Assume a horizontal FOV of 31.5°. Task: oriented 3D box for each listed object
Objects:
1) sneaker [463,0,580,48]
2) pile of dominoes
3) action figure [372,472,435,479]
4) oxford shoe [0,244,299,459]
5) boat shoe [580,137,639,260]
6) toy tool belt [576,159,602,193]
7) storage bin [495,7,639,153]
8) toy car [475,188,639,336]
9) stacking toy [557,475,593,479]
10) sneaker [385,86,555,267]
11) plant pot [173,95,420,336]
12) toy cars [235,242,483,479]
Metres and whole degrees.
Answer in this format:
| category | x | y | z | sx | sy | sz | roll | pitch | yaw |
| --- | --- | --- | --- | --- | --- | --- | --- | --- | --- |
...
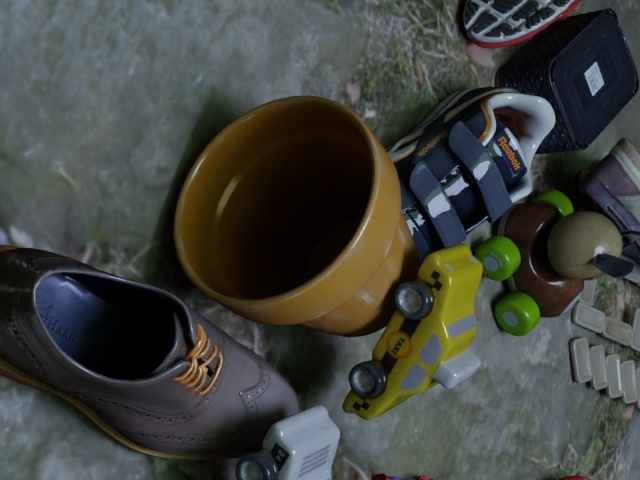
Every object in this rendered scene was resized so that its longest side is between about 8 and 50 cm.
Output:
| category | x | y | z | sx | sy | sz | roll | pitch | yaw |
| --- | --- | --- | --- | --- | --- | --- | --- | --- | --- |
| sneaker | 0.282 | -0.304 | 1.396 | 0.279 | 0.107 | 0.118 | -40 | 155 | -23 |
| pile of dominoes | 0.419 | 0.129 | 1.567 | 0.251 | 0.040 | 0.195 | 23 | 73 | -32 |
| action figure | 0.104 | 0.277 | 1.250 | 0.115 | 0.030 | 0.038 | 16 | 72 | -44 |
| oxford shoe | -0.133 | 0.110 | 0.954 | 0.364 | 0.133 | 0.129 | 27 | 69 | -40 |
| boat shoe | 0.402 | -0.026 | 1.471 | 0.285 | 0.092 | 0.102 | 48 | 15 | -53 |
| toy tool belt | 0.386 | -0.083 | 1.516 | 0.083 | 0.051 | 0.052 | 4 | 85 | -43 |
| storage bin | 0.313 | -0.199 | 1.429 | 0.180 | 0.084 | 0.122 | -43 | 117 | -37 |
| toy car | 0.309 | 0.023 | 1.343 | 0.155 | 0.188 | 0.148 | -37 | 113 | -38 |
| stacking toy | 0.401 | 0.396 | 1.472 | 0.330 | 0.141 | 0.141 | 38 | 63 | -29 |
| sneaker | 0.139 | -0.065 | 1.231 | 0.321 | 0.127 | 0.126 | -51 | 123 | -31 |
| plant pot | 0.000 | 0.000 | 1.059 | 0.188 | 0.205 | 0.205 | 42 | 60 | -52 |
| toy cars | 0.035 | 0.173 | 1.041 | 0.393 | 0.087 | 0.176 | -46 | 157 | -16 |
